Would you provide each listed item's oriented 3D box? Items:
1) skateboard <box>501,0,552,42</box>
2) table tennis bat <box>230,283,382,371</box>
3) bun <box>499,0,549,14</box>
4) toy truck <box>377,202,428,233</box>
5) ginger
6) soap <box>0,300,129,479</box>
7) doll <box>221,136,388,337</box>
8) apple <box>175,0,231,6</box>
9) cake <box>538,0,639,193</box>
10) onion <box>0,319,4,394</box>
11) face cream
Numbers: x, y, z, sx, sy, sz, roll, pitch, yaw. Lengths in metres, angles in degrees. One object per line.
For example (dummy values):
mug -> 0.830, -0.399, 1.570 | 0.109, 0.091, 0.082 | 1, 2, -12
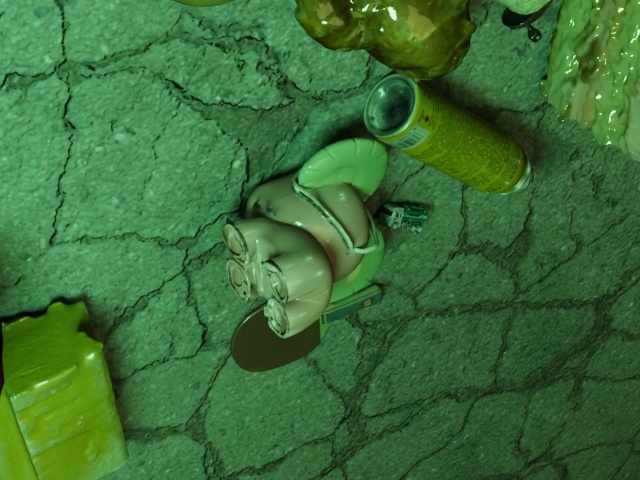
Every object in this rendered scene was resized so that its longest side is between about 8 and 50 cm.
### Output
skateboard -> 0.321, -0.374, 1.907 | 0.080, 0.067, 0.151 | 32, 98, -37
table tennis bat -> -0.021, 0.133, 2.119 | 0.274, 0.021, 0.154 | -21, 135, -18
bun -> 0.303, -0.411, 1.759 | 0.134, 0.220, 0.220 | 40, 100, -6
toy truck -> 0.132, -0.038, 2.070 | 0.083, 0.039, 0.044 | 6, 105, -41
ginger -> 0.105, -0.380, 1.677 | 0.274, 0.152, 0.358 | 11, 119, -19
soap -> -0.418, 0.247, 1.848 | 0.259, 0.143, 0.281 | -23, 141, -15
doll -> 0.000, 0.000, 1.875 | 0.268, 0.216, 0.284 | -24, 135, -26
apple -> -0.118, -0.390, 1.413 | 0.234, 0.257, 0.257 | -27, 137, -19
cake -> 0.542, -0.291, 1.946 | 0.293, 0.307, 0.314 | -18, 135, -26
onion -> -0.577, 0.138, 1.542 | 0.385, 0.348, 0.347 | -16, 151, 33
face cream -> 0.214, -0.148, 1.982 | 0.348, 0.105, 0.105 | 22, 111, -45
